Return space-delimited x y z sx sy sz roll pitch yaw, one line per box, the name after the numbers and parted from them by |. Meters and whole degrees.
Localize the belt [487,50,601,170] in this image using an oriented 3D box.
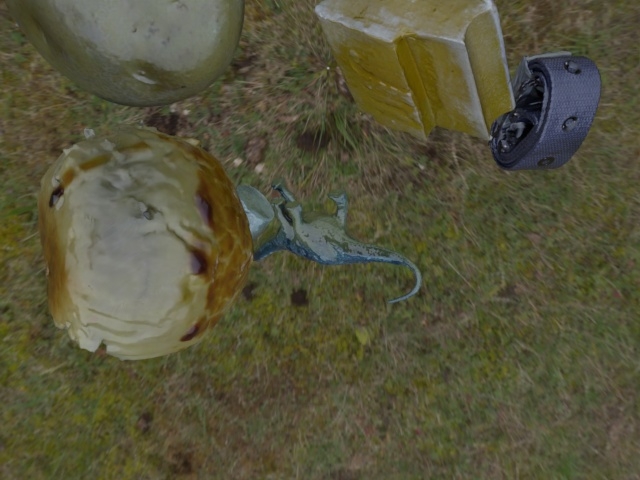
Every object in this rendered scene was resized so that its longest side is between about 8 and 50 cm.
0.356 -0.207 1.556 0.126 0.231 0.140 -7 59 -18 | belt

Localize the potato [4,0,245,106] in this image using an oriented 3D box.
-0.164 -0.202 0.768 0.235 0.160 0.178 28 110 18 | potato

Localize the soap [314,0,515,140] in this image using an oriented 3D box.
0.149 -0.276 1.416 0.259 0.281 0.143 20 72 26 | soap

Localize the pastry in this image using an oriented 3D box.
-0.183 -0.011 1.041 0.236 0.170 0.256 -6 69 -19 | pastry

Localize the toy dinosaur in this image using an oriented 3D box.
-0.006 -0.010 1.383 0.076 0.362 0.147 -41 125 -35 | toy dinosaur

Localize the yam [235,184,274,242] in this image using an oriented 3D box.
-0.190 0.022 1.722 0.093 0.093 0.259 38 107 -6 | yam
